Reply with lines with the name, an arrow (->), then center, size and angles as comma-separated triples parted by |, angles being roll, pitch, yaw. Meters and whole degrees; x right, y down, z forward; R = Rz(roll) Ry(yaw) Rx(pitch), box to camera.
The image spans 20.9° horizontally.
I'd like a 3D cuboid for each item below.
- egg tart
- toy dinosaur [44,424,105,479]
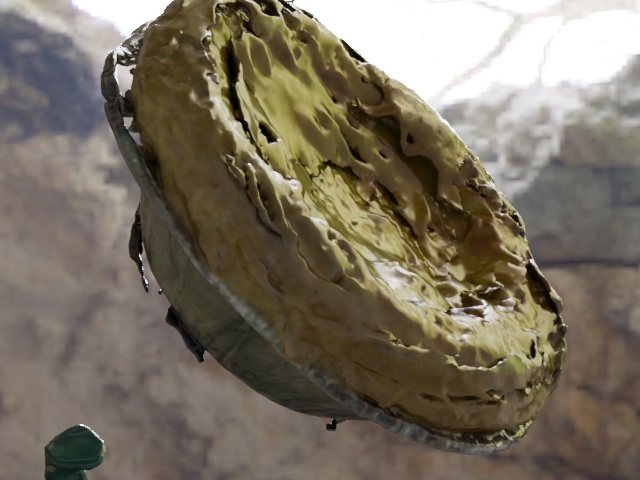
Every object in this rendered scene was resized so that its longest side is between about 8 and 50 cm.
egg tart -> 0.000, 0.000, 0.717 | 0.234, 0.094, 0.234 | 35, -153, -21
toy dinosaur -> -0.178, 0.265, 0.908 | 0.129, 0.384, 0.330 | -118, 31, -45
